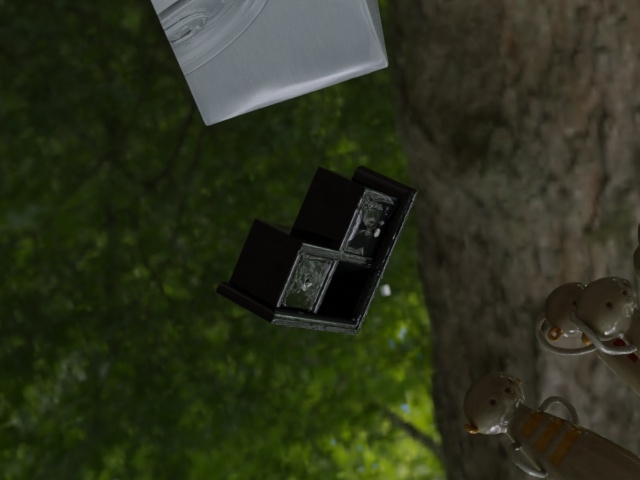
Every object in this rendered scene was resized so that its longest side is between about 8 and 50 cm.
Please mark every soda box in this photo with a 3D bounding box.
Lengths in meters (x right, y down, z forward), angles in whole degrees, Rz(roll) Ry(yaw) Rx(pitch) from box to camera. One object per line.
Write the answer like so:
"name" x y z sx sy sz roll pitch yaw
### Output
"soda box" -0.057 -0.199 0.587 0.098 0.286 0.091 -16 -145 7

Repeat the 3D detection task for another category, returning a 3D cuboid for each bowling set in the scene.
"bowling set" 0.243 0.040 0.922 0.154 0.200 0.287 35 -134 16

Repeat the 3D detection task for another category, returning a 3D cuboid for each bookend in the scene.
"bookend" 0.000 0.000 1.263 0.072 0.157 0.156 26 -174 32
